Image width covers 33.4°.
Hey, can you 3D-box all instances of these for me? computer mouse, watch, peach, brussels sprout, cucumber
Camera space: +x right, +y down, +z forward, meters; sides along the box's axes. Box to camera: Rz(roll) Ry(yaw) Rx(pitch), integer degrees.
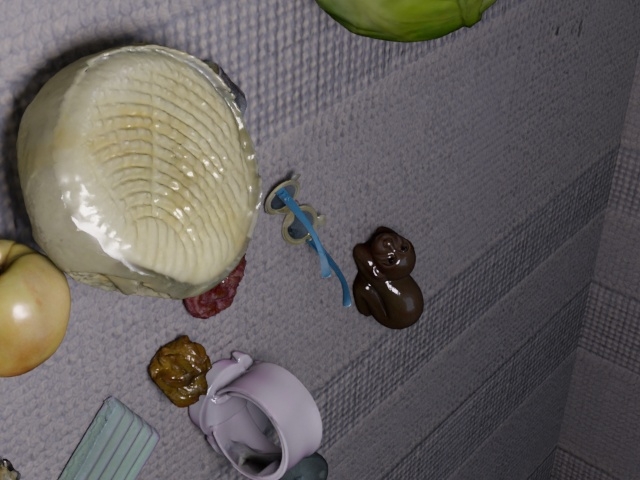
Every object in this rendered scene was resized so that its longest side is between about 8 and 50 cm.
[{"bbox_3d":[-0.079,0.516,2.320,0.229,0.068,0.113,-1,95,-44],"label":"computer mouse"},{"bbox_3d":[-0.104,0.341,1.998,0.196,0.231,0.244,-33,134,-44],"label":"watch"},{"bbox_3d":[-0.418,0.093,1.399,0.184,0.184,0.184,-36,139,-39],"label":"peach"},{"bbox_3d":[0.161,-0.489,1.675,0.425,0.342,0.361,-34,132,-23],"label":"brussels sprout"},{"bbox_3d":[-0.162,-0.231,1.662,0.064,0.064,0.112,-58,146,-10],"label":"cucumber"}]

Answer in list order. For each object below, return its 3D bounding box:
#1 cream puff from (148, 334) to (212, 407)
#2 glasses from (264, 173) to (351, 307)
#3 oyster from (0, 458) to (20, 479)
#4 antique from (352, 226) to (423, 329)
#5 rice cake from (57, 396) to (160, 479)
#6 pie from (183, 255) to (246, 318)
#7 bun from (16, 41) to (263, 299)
[{"bbox_3d":[-0.237,0.230,1.848,0.116,0.094,0.122,-2,118,-53],"label":"cream puff"},{"bbox_3d":[-0.027,0.014,1.929,0.088,0.220,0.189,-22,146,6],"label":"glasses"},{"bbox_3d":[-0.499,0.418,1.610,0.163,0.081,0.191,-56,152,-22],"label":"oyster"},{"bbox_3d":[0.150,0.083,2.280,0.121,0.143,0.256,-36,137,-36],"label":"antique"},{"bbox_3d":[-0.365,0.383,1.821,0.198,0.037,0.189,-56,148,-14],"label":"rice cake"},{"bbox_3d":[-0.184,0.067,1.864,0.154,0.036,0.154,-36,138,-40],"label":"pie"},{"bbox_3d":[-0.262,-0.083,1.460,0.364,0.202,0.364,12,74,-48],"label":"bun"}]
